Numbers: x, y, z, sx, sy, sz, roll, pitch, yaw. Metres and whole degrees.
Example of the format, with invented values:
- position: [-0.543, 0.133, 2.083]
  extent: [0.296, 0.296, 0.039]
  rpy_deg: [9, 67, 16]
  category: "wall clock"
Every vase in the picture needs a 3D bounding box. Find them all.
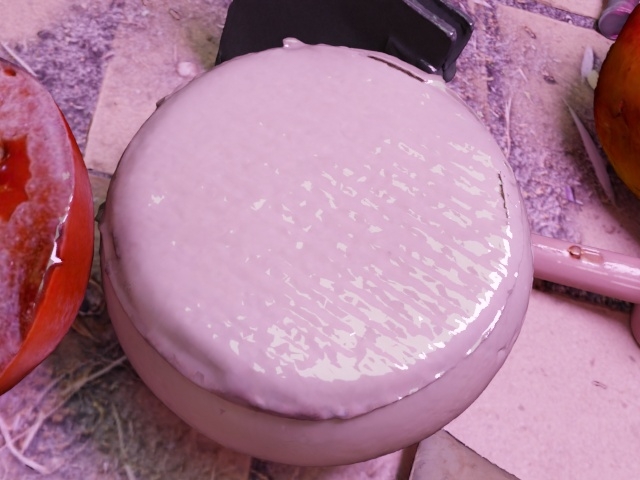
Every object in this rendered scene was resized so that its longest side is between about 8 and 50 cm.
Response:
- position: [0.485, -0.406, 1.295]
  extent: [0.086, 0.086, 0.214]
  rpy_deg: [26, 58, -2]
  category: "vase"

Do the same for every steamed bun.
- position: [-0.004, 0.022, 0.741]
  extent: [0.374, 0.241, 0.375]
  rpy_deg: [-1, 59, 1]
  category: "steamed bun"

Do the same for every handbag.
- position: [0.018, -0.207, 0.899]
  extent: [0.260, 0.247, 0.079]
  rpy_deg: [39, 49, 10]
  category: "handbag"

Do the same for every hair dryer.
- position: [0.303, 0.026, 0.912]
  extent: [0.344, 0.189, 0.107]
  rpy_deg: [13, 57, 7]
  category: "hair dryer"

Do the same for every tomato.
- position: [-0.325, 0.003, 0.679]
  extent: [0.338, 0.144, 0.338]
  rpy_deg: [-2, 73, 8]
  category: "tomato"

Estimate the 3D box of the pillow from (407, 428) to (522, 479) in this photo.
- position: [0.199, 0.305, 0.737]
  extent: [0.302, 0.075, 0.185]
  rpy_deg: [29, 46, 1]
  category: "pillow"

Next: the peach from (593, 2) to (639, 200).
- position: [0.530, -0.134, 0.961]
  extent: [0.353, 0.339, 0.416]
  rpy_deg: [-5, 39, -47]
  category: "peach"
